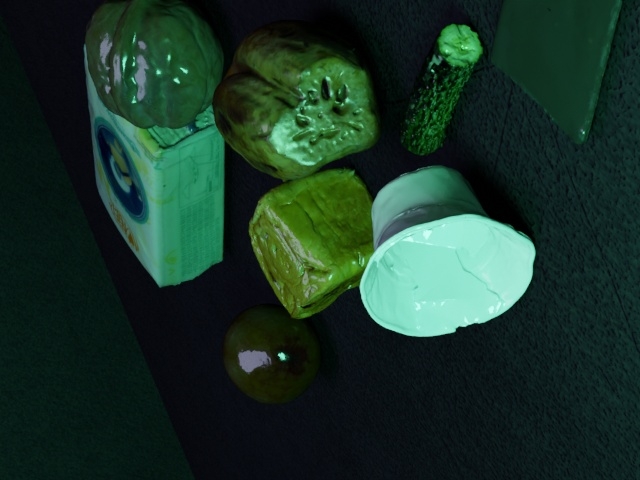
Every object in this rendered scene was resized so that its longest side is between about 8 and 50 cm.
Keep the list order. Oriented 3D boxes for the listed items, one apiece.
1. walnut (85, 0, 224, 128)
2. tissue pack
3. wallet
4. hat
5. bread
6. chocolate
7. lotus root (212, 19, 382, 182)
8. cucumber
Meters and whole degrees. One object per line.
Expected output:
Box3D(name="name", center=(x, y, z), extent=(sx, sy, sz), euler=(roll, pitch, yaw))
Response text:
Box3D(name="walnut", center=(-0.251, -0.280, 2.098), extent=(0.224, 0.224, 0.224), euler=(52, 156, 35))
Box3D(name="tissue pack", center=(-0.284, -0.145, 2.378), extent=(0.287, 0.162, 0.388), euler=(55, 156, 29))
Box3D(name="wallet", center=(0.212, -0.222, 1.195), extent=(0.146, 0.030, 0.285), euler=(57, 157, 34))
Box3D(name="hat", center=(0.124, -0.002, 1.494), extent=(0.203, 0.203, 0.126), euler=(92, 167, -50))
Box3D(name="bread", center=(0.000, 0.000, 1.832), extent=(0.158, 0.143, 0.149), euler=(57, 159, 16))
Box3D(name="chocolate", center=(-0.075, 0.184, 2.210), extent=(0.177, 0.177, 0.177), euler=(52, 156, 35))
Box3D(name="lotus root", center=(-0.040, -0.178, 1.688), extent=(0.291, 0.193, 0.193), euler=(27, 136, 66))
Box3D(name="cucumber", center=(0.123, -0.160, 1.457), extent=(0.058, 0.058, 0.187), euler=(59, 159, 20))
